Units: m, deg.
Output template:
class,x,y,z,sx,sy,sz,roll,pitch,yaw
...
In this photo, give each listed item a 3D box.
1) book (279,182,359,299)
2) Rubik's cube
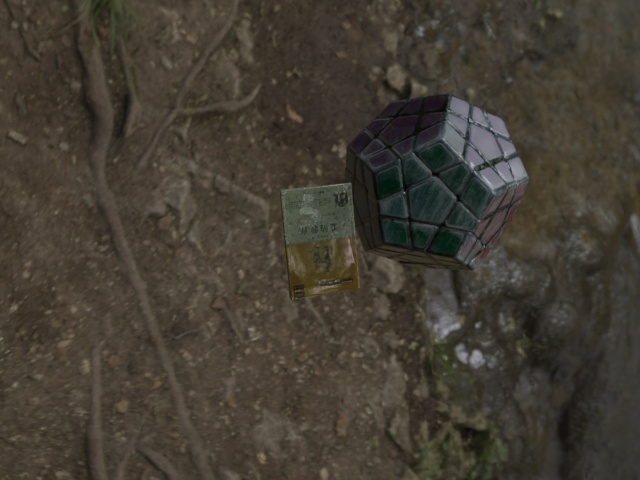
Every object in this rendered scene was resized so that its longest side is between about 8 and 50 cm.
class,x,y,z,sx,sy,sz,roll,pitch,yaw
book,0.000,0.000,1.049,0.118,0.012,0.172,-8,99,-17
Rubik's cube,0.192,-0.094,1.153,0.264,0.319,0.319,-14,83,-13
